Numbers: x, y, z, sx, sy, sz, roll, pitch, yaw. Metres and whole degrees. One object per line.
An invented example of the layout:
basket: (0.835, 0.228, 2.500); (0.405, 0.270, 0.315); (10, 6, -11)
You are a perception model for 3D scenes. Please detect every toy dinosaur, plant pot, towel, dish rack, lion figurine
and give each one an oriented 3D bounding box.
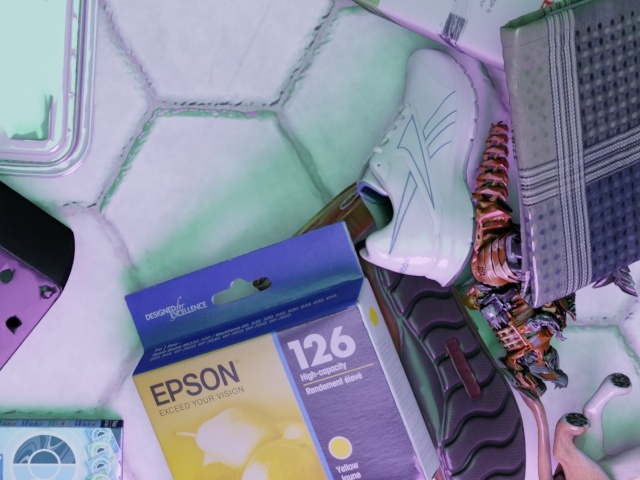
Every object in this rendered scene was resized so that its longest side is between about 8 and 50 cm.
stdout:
toy dinosaur: (0.256, 0.027, 1.638); (0.218, 0.164, 0.322); (-13, 121, 12)
plant pot: (-0.387, 0.040, 1.531); (0.188, 0.167, 0.187); (38, 93, -27)
towel: (0.313, -0.121, 1.478); (0.312, 0.056, 0.324); (-22, 116, -31)
dish rack: (-0.400, -0.240, 1.567); (0.285, 0.072, 0.333); (3, 96, -6)
lion figurine: (0.408, 0.295, 1.686); (0.392, 0.142, 0.240); (11, 125, -1)

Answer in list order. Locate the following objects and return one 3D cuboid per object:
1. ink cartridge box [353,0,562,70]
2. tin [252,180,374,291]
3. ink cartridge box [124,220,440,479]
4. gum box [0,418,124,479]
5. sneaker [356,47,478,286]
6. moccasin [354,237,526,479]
ink cartridge box: (0.186, -0.308, 1.532); (0.272, 0.115, 0.198); (29, 95, 24)
tin: (0.000, 0.000, 1.623); (0.189, 0.106, 0.040); (-42, 107, 2)
ink cartridge box: (-0.057, 0.170, 1.572); (0.303, 0.072, 0.307); (-19, 99, 22)
gum box: (-0.333, 0.297, 1.661); (0.184, 0.041, 0.157); (2, 97, -7)
sneaker: (0.109, -0.096, 1.567); (0.129, 0.111, 0.297); (8, 63, -11)
moccasin: (0.131, 0.172, 1.650); (0.139, 0.147, 0.380); (-32, 96, -21)
